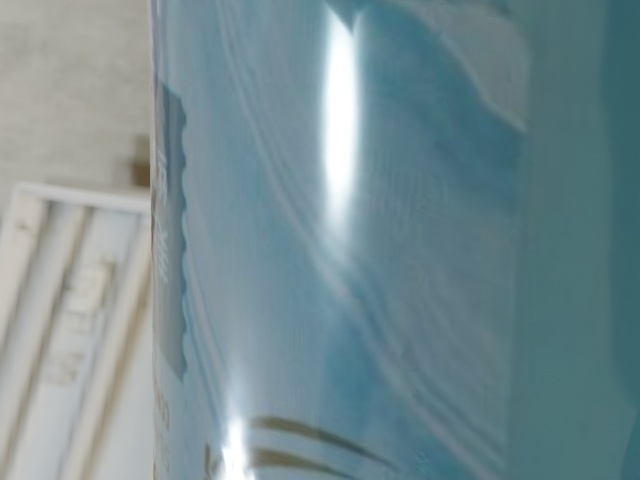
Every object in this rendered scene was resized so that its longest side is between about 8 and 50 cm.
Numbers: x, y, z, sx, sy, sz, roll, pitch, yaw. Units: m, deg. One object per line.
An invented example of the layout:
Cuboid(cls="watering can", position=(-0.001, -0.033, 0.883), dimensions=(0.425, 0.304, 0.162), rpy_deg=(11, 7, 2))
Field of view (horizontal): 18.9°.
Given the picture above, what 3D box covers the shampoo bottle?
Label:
Cuboid(cls="shampoo bottle", position=(0.116, 0.031, 0.554), dimensions=(0.331, 0.342, 0.331), rpy_deg=(1, -161, 0))
